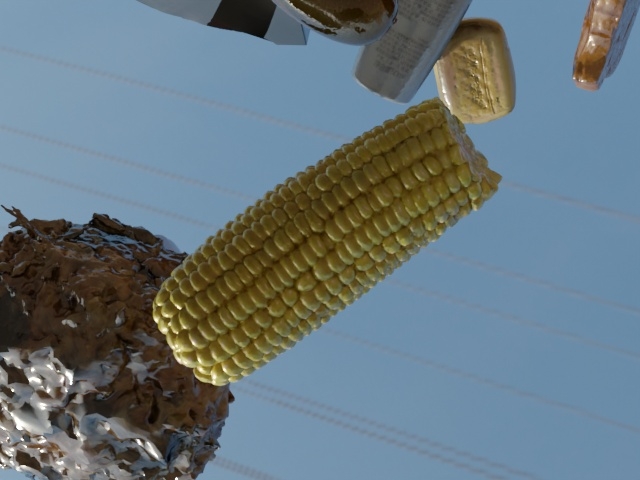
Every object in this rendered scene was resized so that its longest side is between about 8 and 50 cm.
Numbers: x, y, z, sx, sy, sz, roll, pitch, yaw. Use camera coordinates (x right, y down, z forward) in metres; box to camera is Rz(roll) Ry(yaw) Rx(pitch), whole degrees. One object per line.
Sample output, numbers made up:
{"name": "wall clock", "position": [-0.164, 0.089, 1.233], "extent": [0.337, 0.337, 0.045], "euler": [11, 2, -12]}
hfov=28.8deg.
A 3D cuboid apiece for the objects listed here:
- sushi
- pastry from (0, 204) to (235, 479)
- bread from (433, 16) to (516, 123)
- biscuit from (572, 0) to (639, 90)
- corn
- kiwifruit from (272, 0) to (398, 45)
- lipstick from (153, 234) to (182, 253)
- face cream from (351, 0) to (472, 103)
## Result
{"name": "sushi", "position": [-0.096, -0.303, 1.241], "extent": [0.172, 0.153, 0.150], "euler": [3, -124, 12]}
{"name": "pastry", "position": [-0.184, 0.088, 1.009], "extent": [0.275, 0.275, 0.193], "euler": [10, -135, 11]}
{"name": "bread", "position": [0.159, -0.179, 1.289], "extent": [0.082, 0.115, 0.056], "euler": [-12, -150, 14]}
{"name": "biscuit", "position": [0.253, -0.207, 1.052], "extent": [0.043, 0.280, 0.183], "euler": [26, -95, 10]}
{"name": "corn", "position": [0.000, 0.000, 0.820], "extent": [0.244, 0.093, 0.093], "euler": [-37, -121, 5]}
{"name": "kiwifruit", "position": [0.005, -0.202, 0.993], "extent": [0.124, 0.075, 0.075], "euler": [30, -118, 0]}
{"name": "lipstick", "position": [-0.147, 0.061, 1.249], "extent": [0.073, 0.073, 0.279], "euler": [-22, -161, -9]}
{"name": "face cream", "position": [0.101, -0.234, 1.223], "extent": [0.084, 0.198, 0.057], "euler": [28, -158, -1]}
